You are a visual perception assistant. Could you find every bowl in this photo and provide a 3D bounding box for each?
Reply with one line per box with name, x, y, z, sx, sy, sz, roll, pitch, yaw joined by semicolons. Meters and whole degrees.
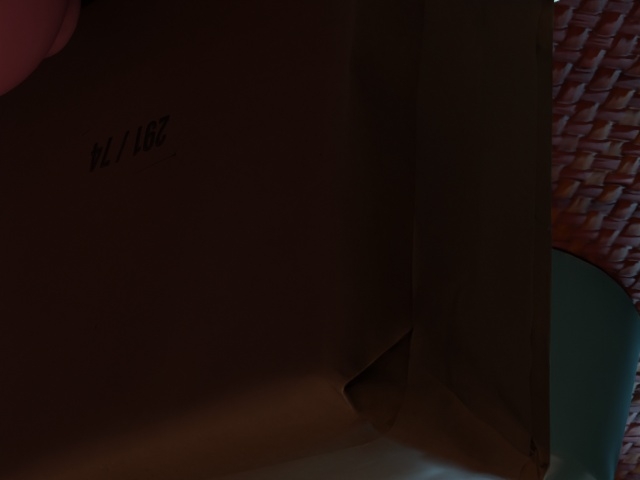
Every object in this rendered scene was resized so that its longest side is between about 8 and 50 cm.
bowl;0.091;0.151;1.251;0.311;0.163;0.311;-3;145;-2

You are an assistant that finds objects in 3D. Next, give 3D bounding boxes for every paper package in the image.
paper package;-0.049;0.008;0.899;0.325;0.309;0.168;-21;142;36

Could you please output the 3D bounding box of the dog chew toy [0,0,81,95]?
dog chew toy;-0.260;-0.151;0.785;0.332;0.206;0.206;17;141;-37
